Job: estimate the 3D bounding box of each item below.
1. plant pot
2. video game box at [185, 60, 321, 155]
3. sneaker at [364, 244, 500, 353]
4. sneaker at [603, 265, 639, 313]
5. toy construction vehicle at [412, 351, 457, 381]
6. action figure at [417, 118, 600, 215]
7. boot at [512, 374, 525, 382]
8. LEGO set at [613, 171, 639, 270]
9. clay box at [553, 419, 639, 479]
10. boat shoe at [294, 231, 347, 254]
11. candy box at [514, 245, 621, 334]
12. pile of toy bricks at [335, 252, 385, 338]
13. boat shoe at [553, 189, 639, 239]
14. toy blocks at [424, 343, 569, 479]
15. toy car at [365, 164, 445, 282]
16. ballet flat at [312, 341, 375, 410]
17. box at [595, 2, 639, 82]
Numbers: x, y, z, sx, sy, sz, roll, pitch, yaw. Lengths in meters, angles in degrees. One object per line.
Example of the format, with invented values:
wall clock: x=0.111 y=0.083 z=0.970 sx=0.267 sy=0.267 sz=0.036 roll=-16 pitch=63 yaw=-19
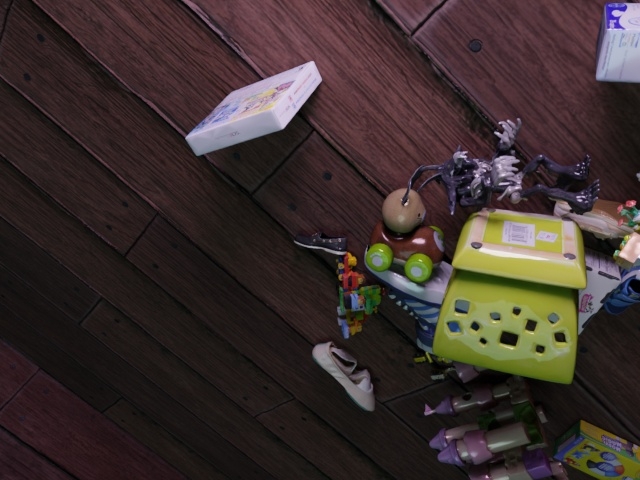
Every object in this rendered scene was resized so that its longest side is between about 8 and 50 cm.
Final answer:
plant pot: x=0.324 y=0.074 z=0.938 sx=0.227 sy=0.228 sz=0.207 roll=9 pitch=120 yaw=19
video game box: x=-0.119 y=-0.239 z=1.012 sx=0.205 sy=0.187 sz=0.048 roll=-9 pitch=123 yaw=33
sneaker: x=0.218 y=0.153 z=1.214 sx=0.322 sy=0.130 sz=0.236 roll=21 pitch=130 yaw=2
sneaker: x=0.566 y=0.094 z=1.031 sx=0.053 sy=0.059 sz=0.144 roll=4 pitch=133 yaw=3
toy construction vehicle: x=0.291 y=0.303 z=1.381 sx=0.098 sy=0.035 sz=0.086 roll=-20 pitch=106 yaw=35
action figure: x=0.305 y=-0.119 z=0.927 sx=0.275 sy=0.164 sz=0.141 roll=7 pitch=141 yaw=10
boot: x=0.440 y=0.275 z=1.216 sx=0.037 sy=0.114 sz=0.106 roll=1 pitch=128 yaw=27
LEGO set: x=0.523 y=-0.097 z=0.844 sx=0.107 sy=0.132 sz=0.287 roll=38 pitch=113 yaw=1
clay box: x=0.699 y=0.528 z=1.345 sx=0.222 sy=0.053 sz=0.127 roll=25 pitch=135 yaw=7
boat shoe: x=0.001 y=0.000 z=1.260 sx=0.133 sy=0.049 sz=0.042 roll=11 pitch=104 yaw=28
candy box: x=0.425 y=0.067 z=1.076 sx=0.233 sy=0.071 sz=0.159 roll=23 pitch=132 yaw=9
pile of toy bricks: x=0.097 y=0.130 z=1.292 sx=0.105 sy=0.118 sz=0.212 roll=-8 pitch=120 yaw=-7
boat shoe: x=0.492 y=-0.033 z=0.969 sx=0.170 sy=0.063 sz=0.059 roll=25 pitch=138 yaw=19
toy blocks: x=0.370 y=0.456 z=1.265 sx=0.260 sy=0.288 sz=0.309 roll=-27 pitch=116 yaw=22
toy car: x=0.175 y=-0.044 z=1.068 sx=0.149 sy=0.155 sz=0.188 roll=15 pitch=120 yaw=16
ballet flat: x=0.083 y=0.364 z=1.509 sx=0.248 sy=0.086 sz=0.086 roll=45 pitch=133 yaw=-12
box: x=0.447 y=-0.265 z=0.743 sx=0.137 sy=0.126 sz=0.072 roll=9 pitch=129 yaw=19
